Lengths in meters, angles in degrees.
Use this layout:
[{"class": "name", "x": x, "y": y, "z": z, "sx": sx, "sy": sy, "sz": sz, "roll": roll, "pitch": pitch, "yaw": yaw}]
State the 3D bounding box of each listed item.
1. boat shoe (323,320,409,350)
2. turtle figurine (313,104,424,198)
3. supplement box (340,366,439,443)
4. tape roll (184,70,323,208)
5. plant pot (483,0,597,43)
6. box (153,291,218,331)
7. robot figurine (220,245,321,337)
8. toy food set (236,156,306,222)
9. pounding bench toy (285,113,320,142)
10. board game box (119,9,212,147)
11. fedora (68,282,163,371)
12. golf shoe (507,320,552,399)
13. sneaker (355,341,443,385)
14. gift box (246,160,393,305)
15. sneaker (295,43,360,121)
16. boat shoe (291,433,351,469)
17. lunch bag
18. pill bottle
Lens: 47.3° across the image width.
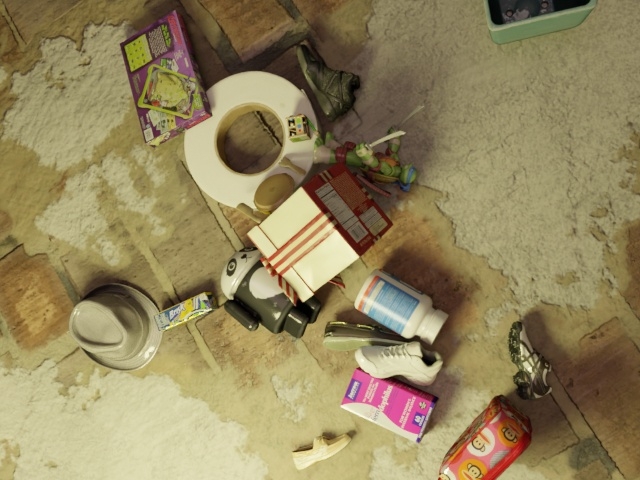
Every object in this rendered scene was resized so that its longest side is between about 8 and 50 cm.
[{"class": "boat shoe", "x": 0.122, "y": 0.250, "z": 1.919, "sx": 0.228, "sy": 0.081, "sz": 0.068, "roll": 3, "pitch": 57, "yaw": 5}, {"class": "turtle figurine", "x": 0.128, "y": -0.259, "z": 1.903, "sx": 0.266, "sy": 0.274, "sz": 0.198, "roll": 11, "pitch": 54, "yaw": 17}, {"class": "supplement box", "x": 0.178, "y": 0.416, "z": 1.877, "sx": 0.220, "sy": 0.114, "sz": 0.111, "roll": 21, "pitch": 92, "yaw": 15}, {"class": "tape roll", "x": -0.186, "y": -0.276, "z": 2.034, "sx": 0.392, "sy": 0.072, "sz": 0.392, "roll": -1, "pitch": 85, "yaw": 12}, {"class": "plant pot", "x": 0.516, "y": -0.617, "z": 1.810, "sx": 0.247, "sy": 0.252, "sz": 0.248, "roll": -11, "pitch": 83, "yaw": 11}, {"class": "box", "x": -0.376, "y": 0.200, "z": 2.045, "sx": 0.169, "sy": 0.059, "sz": 0.054, "roll": -24, "pitch": 82, "yaw": 10}, {"class": "robot figurine", "x": -0.133, "y": 0.134, "z": 1.936, "sx": 0.278, "sy": 0.209, "sz": 0.173, "roll": 36, "pitch": 107, "yaw": 13}, {"class": "toy food set", "x": -0.121, "y": -0.124, "z": 1.930, "sx": 0.192, "sy": 0.038, "sz": 0.132, "roll": -47, "pitch": 45, "yaw": -8}, {"class": "pounding bench toy", "x": -0.044, "y": -0.303, "z": 1.941, "sx": 0.083, "sy": 0.052, "sz": 0.065, "roll": -8, "pitch": 84, "yaw": 12}, {"class": "board game box", "x": -0.443, "y": -0.459, "z": 2.078, "sx": 0.208, "sy": 0.056, "sz": 0.347, "roll": -25, "pitch": 70, "yaw": 22}, {"class": "fedora", "x": -0.596, "y": 0.245, "z": 2.058, "sx": 0.275, "sy": 0.124, "sz": 0.243, "roll": 30, "pitch": 93, "yaw": 13}, {"class": "golf shoe", "x": 0.527, "y": 0.297, "z": 1.835, "sx": 0.094, "sy": 0.077, "sz": 0.198, "roll": -8, "pitch": 88, "yaw": -2}, {"class": "sneaker", "x": 0.203, "y": 0.289, "z": 1.842, "sx": 0.232, "sy": 0.090, "sz": 0.115, "roll": 11, "pitch": 133, "yaw": -17}, {"class": "gift box", "x": 0.000, "y": 0.000, "z": 1.838, "sx": 0.258, "sy": 0.255, "sz": 0.276, "roll": -38, "pitch": 86, "yaw": 37}, {"class": "sneaker", "x": 0.026, "y": -0.451, "z": 1.995, "sx": 0.130, "sy": 0.087, "sz": 0.227, "roll": -30, "pitch": 83, "yaw": 7}, {"class": "boat shoe", "x": -0.001, "y": 0.547, "z": 1.931, "sx": 0.170, "sy": 0.063, "sz": 0.059, "roll": -29, "pitch": 86, "yaw": 10}, {"class": "lunch bag", "x": 0.376, "y": 0.499, "z": 1.733, "sx": 0.120, "sy": 0.293, "sz": 0.258, "roll": 44, "pitch": 100, "yaw": 14}, {"class": "pill bottle", "x": 0.210, "y": 0.175, "z": 1.882, "sx": 0.221, "sy": 0.124, "sz": 0.124, "roll": 30, "pitch": 93, "yaw": 14}]
